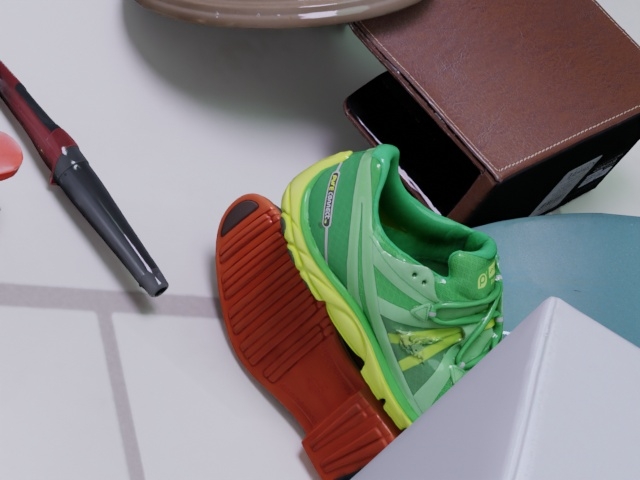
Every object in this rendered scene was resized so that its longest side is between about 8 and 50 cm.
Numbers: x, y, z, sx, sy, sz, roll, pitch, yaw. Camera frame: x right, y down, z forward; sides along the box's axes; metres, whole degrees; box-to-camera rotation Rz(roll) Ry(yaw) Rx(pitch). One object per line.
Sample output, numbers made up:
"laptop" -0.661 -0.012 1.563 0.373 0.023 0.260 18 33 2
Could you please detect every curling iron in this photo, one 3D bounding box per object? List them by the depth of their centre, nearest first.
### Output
"curling iron" -0.211 -0.058 1.268 0.274 0.035 0.068 48 48 10

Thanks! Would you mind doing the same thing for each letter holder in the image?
"letter holder" 0.142 -0.127 1.486 0.302 0.152 0.214 -25 70 -44

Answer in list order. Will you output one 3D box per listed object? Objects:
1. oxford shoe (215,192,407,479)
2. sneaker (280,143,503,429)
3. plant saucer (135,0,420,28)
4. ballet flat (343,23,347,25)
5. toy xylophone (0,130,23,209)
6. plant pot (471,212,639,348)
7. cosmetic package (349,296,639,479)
"oxford shoe" 0.006 0.084 1.273 0.098 0.097 0.271 -7 66 -55
"sneaker" 0.089 0.059 1.198 0.295 0.123 0.109 53 27 -8
"plant saucer" -0.031 -0.245 1.425 0.277 0.041 0.278 -2 27 1
"ballet flat" 0.049 -0.232 1.572 0.188 0.070 0.070 13 49 -22
"toy xylophone" -0.374 -0.099 1.156 0.236 0.081 0.323 -26 72 -44
"plant pot" 0.206 0.079 1.359 0.234 0.166 0.165 9 51 -19
"cosmetic package" 0.187 0.319 1.017 0.393 0.329 0.327 31 45 -10
